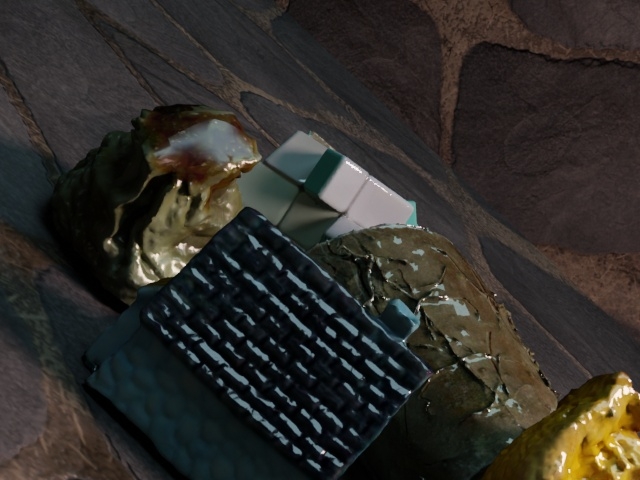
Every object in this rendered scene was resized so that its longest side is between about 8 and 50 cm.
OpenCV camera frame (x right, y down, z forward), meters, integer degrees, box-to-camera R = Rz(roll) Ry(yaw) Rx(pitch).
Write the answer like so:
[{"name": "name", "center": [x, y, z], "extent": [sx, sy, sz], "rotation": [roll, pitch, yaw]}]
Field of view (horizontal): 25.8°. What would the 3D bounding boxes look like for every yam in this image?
[{"name": "yam", "center": [0.123, 0.164, 1.536], "extent": [0.241, 0.241, 0.348], "rotation": [23, 27, -47]}]

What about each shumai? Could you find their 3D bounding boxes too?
[{"name": "shumai", "center": [-0.155, -0.058, 1.503], "extent": [0.225, 0.222, 0.260], "rotation": [26, 14, -24]}]

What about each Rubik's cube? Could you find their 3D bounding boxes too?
[{"name": "Rubik's cube", "center": [0.000, 0.000, 1.718], "extent": [0.265, 0.224, 0.213], "rotation": [41, 0, 10]}]

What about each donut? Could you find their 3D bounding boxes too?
[{"name": "donut", "center": [0.293, 0.361, 1.256], "extent": [0.435, 0.163, 0.377], "rotation": [48, -25, 40]}]

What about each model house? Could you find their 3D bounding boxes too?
[{"name": "model house", "center": [-0.045, 0.097, 1.307], "extent": [0.261, 0.241, 0.226], "rotation": [42, 18, 7]}]
